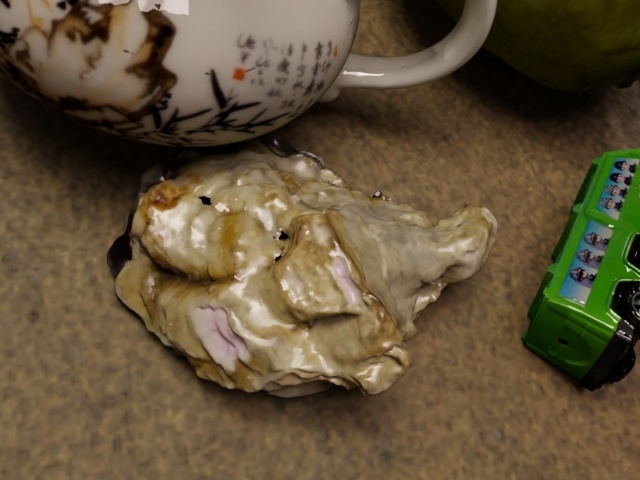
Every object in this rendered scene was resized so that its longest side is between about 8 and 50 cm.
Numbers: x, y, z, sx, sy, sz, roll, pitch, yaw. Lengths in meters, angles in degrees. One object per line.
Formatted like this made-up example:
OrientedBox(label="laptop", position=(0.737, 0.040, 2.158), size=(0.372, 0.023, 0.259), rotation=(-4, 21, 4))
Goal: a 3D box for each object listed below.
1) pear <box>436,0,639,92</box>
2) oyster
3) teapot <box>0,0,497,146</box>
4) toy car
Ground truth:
OrientedBox(label="pear", position=(0.142, -0.219, 0.435), size=(0.212, 0.212, 0.269), rotation=(-14, 94, -20))
OrientedBox(label="oyster", position=(0.000, 0.000, 0.367), size=(0.191, 0.081, 0.163), rotation=(-17, 65, -25))
OrientedBox(label="teapot", position=(-0.059, -0.145, 0.373), size=(0.299, 0.166, 0.208), rotation=(9, 40, -7))
OrientedBox(label="toy car", position=(0.167, -0.001, 0.413), size=(0.062, 0.071, 0.165), rotation=(24, 60, 15))
